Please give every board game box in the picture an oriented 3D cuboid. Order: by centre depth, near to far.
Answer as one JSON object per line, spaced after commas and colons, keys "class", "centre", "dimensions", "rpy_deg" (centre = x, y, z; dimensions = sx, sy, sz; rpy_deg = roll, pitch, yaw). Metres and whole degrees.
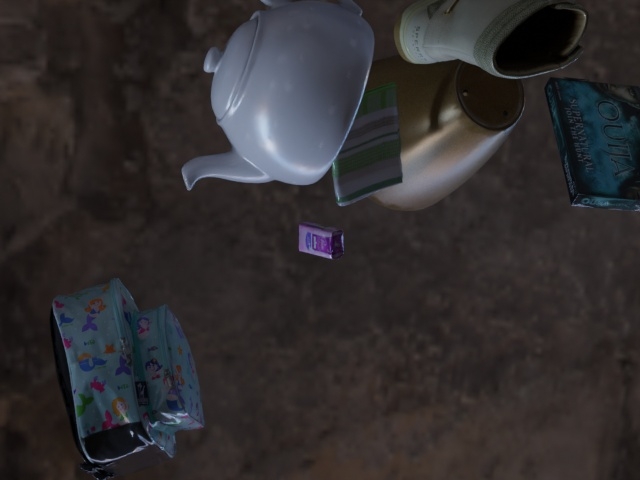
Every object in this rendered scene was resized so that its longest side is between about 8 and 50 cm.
{"class": "board game box", "centre": [0.351, -0.118, 2.009], "dimensions": [0.126, 0.026, 0.186], "rpy_deg": [4, -126, -15]}

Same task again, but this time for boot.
{"class": "boot", "centre": [0.193, -0.210, 1.480], "dimensions": [0.213, 0.077, 0.165], "rpy_deg": [-29, -155, -22]}

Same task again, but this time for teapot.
{"class": "teapot", "centre": [-0.055, -0.206, 2.078], "dimensions": [0.187, 0.252, 0.256], "rpy_deg": [21, -130, -12]}

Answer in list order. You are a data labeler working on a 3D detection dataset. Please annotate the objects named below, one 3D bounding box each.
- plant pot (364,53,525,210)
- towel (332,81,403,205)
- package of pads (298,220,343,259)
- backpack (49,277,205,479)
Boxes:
{"class": "plant pot", "centre": [0.175, -0.185, 2.381], "dimensions": [0.237, 0.237, 0.254], "rpy_deg": [-10, 173, -29]}
{"class": "towel", "centre": [0.064, -0.129, 2.219], "dimensions": [0.113, 0.152, 0.023], "rpy_deg": [-24, -144, -29]}
{"class": "package of pads", "centre": [0.000, 0.000, 2.755], "dimensions": [0.083, 0.050, 0.032], "rpy_deg": [14, -157, 42]}
{"class": "backpack", "centre": [-0.272, 0.178, 2.263], "dimensions": [0.191, 0.225, 0.253], "rpy_deg": [-22, -106, -1]}
